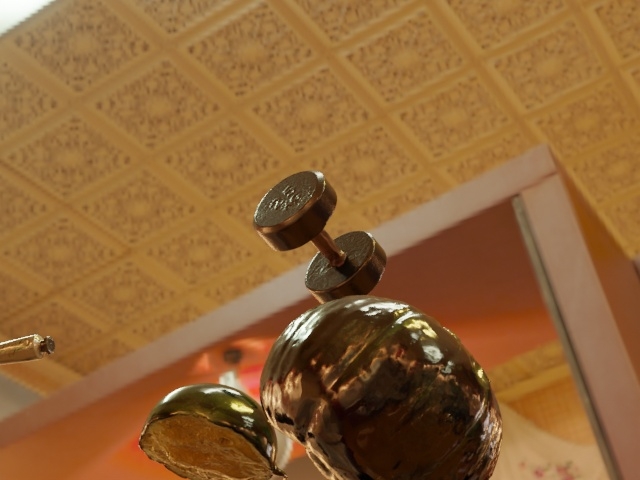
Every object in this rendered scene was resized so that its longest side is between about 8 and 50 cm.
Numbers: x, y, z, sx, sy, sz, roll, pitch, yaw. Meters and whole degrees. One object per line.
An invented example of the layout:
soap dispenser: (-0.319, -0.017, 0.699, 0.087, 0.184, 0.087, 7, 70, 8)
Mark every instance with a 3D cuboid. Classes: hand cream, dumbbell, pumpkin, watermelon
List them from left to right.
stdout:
hand cream: (-0.538, 0.189, 2.019, 0.194, 0.042, 0.067, -10, 8, 14)
watermelon: (-0.156, 0.292, 1.847, 0.232, 0.127, 0.204, 9, -39, 8)
dumbbell: (0.000, 0.000, 2.119, 0.152, 0.152, 0.218, -28, -58, 20)
pumpkin: (0.083, 0.191, 1.430, 0.238, 0.315, 0.315, -50, -34, -16)
